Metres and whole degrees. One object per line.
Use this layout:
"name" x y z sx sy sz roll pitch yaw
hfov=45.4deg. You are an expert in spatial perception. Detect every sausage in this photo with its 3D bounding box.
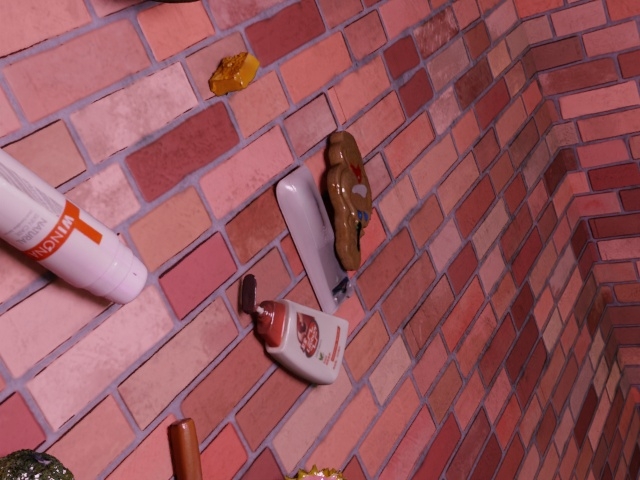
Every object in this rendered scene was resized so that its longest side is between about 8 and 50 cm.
"sausage" -0.220 0.361 1.264 0.039 0.041 0.131 -7 90 -58

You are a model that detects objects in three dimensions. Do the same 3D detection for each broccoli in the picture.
"broccoli" -0.390 0.340 0.987 0.138 0.146 0.162 -64 161 8

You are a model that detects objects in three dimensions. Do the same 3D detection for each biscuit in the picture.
"biscuit" 0.068 -0.087 1.682 0.183 0.047 0.320 44 43 -47

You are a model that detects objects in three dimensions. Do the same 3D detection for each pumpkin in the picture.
"pumpkin" -0.159 -0.308 1.437 0.054 0.074 0.083 56 44 -37

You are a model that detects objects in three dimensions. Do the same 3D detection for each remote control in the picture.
"remote control" 0.000 0.000 1.603 0.109 0.055 0.313 -41 116 -47

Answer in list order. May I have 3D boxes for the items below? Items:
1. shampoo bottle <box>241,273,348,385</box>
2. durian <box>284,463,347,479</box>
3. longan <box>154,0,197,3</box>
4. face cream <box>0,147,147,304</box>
"shampoo bottle" -0.055 0.169 1.488 0.284 0.071 0.153 40 55 -42
"durian" -0.029 0.546 1.416 0.186 0.154 0.260 19 74 -25
"longan" -0.245 -0.514 1.201 0.297 0.297 0.297 13 74 -51
"face cream" -0.381 -0.017 1.078 0.345 0.102 0.102 43 52 -38
